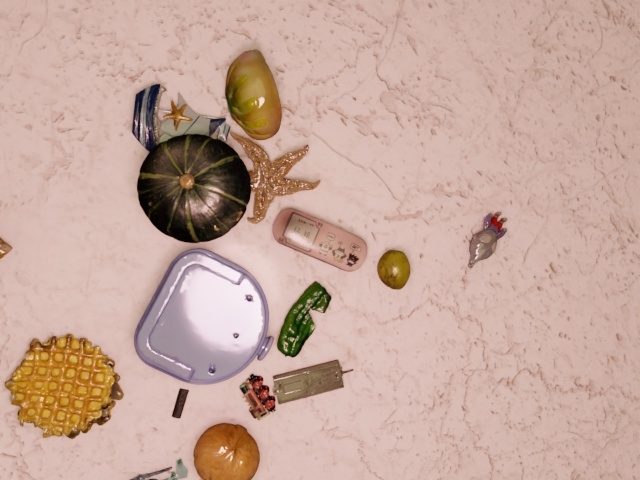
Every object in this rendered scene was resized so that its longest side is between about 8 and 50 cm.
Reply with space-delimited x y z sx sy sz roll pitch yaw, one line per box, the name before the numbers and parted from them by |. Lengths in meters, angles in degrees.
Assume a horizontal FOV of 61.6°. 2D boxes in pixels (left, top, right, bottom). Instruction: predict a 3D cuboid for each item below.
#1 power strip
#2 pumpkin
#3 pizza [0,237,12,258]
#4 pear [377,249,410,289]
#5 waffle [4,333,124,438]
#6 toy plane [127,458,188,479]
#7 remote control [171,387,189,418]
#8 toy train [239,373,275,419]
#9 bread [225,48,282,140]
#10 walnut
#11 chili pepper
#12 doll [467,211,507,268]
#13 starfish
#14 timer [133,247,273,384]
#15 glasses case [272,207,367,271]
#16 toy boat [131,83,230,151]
power strip | -0.022 0.445 1.710 0.268 0.034 0.092 -12 90 -10
pumpkin | -0.361 -0.149 1.553 0.324 0.241 0.323 0 91 5
pizza | -1.023 -0.048 1.533 0.189 0.071 0.297 -36 91 4
pear | 0.235 0.094 1.728 0.107 0.107 0.131 4 100 -10
waffle | -0.741 0.431 1.573 0.330 0.062 0.329 0 88 -11
toy plane | -0.509 0.740 1.612 0.235 0.060 0.096 -19 79 -6
remote control | -0.431 0.501 1.648 0.034 0.016 0.091 16 87 -14
toy train | -0.197 0.485 1.672 0.087 0.050 0.137 -31 92 -3
bread | -0.205 -0.445 1.639 0.158 0.156 0.260 -19 91 -11
walnut | -0.272 0.629 1.571 0.196 0.221 0.195 7 61 -12
chili pepper | -0.058 0.247 1.688 0.099 0.083 0.253 33 79 -9
doll | 0.553 0.002 1.803 0.102 0.075 0.227 44 70 -16
starfish | -0.157 -0.210 1.686 0.303 0.060 0.299 -10 91 1
timer | -0.320 0.240 1.593 0.395 0.173 0.394 1 87 -10
glasses case | 0.000 0.000 1.704 0.315 0.075 0.122 24 82 -8
toy boat | -0.426 -0.361 1.661 0.291 0.067 0.220 5 88 -21
